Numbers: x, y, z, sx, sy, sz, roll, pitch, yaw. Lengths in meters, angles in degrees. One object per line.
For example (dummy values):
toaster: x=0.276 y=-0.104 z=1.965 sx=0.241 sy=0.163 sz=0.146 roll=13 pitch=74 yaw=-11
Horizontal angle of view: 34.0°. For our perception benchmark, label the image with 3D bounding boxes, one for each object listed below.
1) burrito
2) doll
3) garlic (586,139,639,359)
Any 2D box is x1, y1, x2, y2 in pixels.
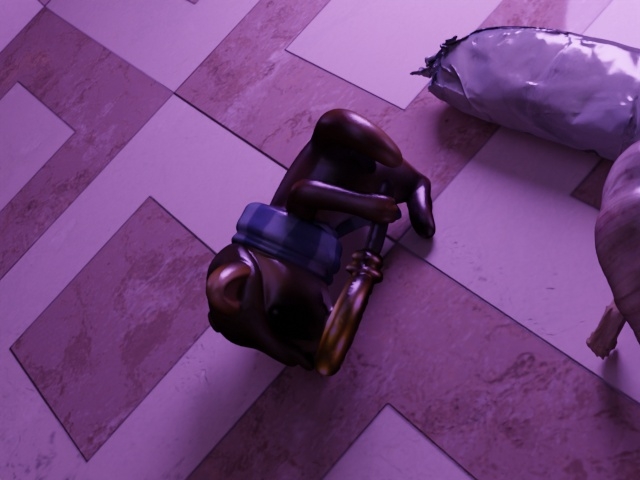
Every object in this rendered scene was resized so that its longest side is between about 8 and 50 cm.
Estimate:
burrito: x=0.277 y=-0.198 z=1.314 sx=0.446 sy=0.101 sz=0.139 roll=25 pitch=89 yaw=47
doll: x=0.004 y=0.002 z=1.318 sx=0.339 sy=0.209 sz=0.318 roll=-53 pitch=10 yaw=-13
garlic: x=0.340 y=0.042 z=1.018 sx=0.253 sy=0.245 sz=0.245 roll=-47 pitch=30 yaw=47
